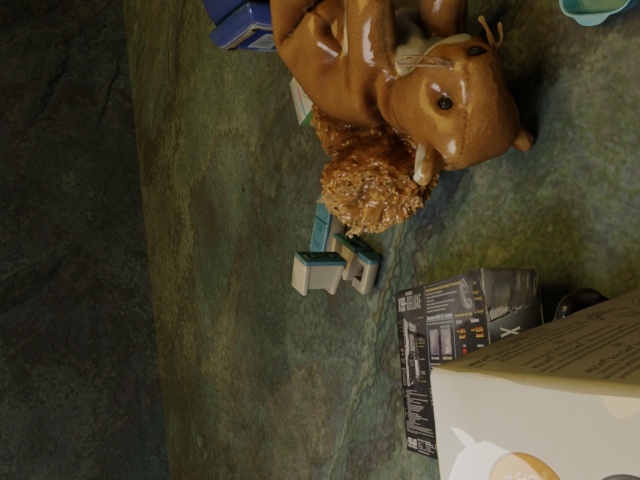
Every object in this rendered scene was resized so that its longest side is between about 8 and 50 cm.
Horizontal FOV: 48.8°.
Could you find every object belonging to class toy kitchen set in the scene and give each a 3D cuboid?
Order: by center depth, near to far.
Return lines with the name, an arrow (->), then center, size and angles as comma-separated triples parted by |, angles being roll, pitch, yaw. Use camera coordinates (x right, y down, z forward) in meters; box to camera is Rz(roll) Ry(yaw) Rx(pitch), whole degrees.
toy kitchen set -> 0.000, 0.000, 1.266 | 0.207, 0.166, 0.122 | 38, 122, 54

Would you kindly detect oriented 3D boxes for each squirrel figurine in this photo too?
squirrel figurine -> 0.125, -0.193, 1.021 | 0.370, 0.280, 0.397 | 50, 146, 36

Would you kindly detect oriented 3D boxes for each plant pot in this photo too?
plant pot -> -0.103, -0.499, 1.407 | 0.236, 0.235, 0.212 | -5, 91, 60

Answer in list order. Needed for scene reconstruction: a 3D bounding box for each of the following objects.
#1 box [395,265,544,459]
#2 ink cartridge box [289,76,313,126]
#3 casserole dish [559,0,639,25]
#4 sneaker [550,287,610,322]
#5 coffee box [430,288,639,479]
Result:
box -> 0.190, 0.172, 0.938 | 0.307, 0.076, 0.243 | 143, 125, -73
ink cartridge box -> 0.017, -0.323, 1.350 | 0.209, 0.062, 0.109 | -47, 49, 49
casserole dish -> 0.336, -0.342, 0.811 | 0.114, 0.036, 0.189 | 23, 110, 58
sneaker -> 0.322, 0.157, 0.718 | 0.276, 0.097, 0.135 | 63, 179, 40
coffee box -> 0.310, 0.213, 0.427 | 0.334, 0.338, 0.338 | -3, 95, 46
